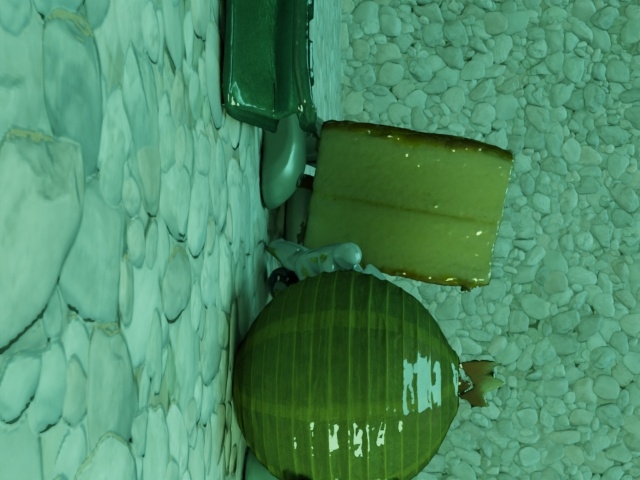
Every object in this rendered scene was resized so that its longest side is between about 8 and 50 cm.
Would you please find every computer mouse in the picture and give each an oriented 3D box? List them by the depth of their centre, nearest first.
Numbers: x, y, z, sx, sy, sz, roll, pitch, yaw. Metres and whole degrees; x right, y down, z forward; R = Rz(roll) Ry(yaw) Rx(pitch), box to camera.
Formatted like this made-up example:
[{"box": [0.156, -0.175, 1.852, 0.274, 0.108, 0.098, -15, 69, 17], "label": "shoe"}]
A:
[{"box": [-0.046, -0.128, 1.076, 0.089, 0.056, 0.181, 93, -2, -74], "label": "computer mouse"}]

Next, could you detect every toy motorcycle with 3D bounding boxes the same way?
[{"box": [0.016, 0.062, 1.033, 0.074, 0.229, 0.151, -26, 131, -38], "label": "toy motorcycle"}]

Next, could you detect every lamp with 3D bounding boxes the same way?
[{"box": [0.050, 0.149, 0.870, 0.250, 0.285, 0.250, -4, 90, -83], "label": "lamp"}]

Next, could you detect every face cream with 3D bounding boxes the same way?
[{"box": [-0.031, -0.017, 1.304, 0.072, 0.051, 0.182, 74, 16, -69], "label": "face cream"}, {"box": [-0.010, -0.165, 1.400, 0.250, 0.077, 0.077, -36, 126, -85], "label": "face cream"}]

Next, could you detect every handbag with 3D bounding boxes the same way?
[{"box": [-0.044, -0.278, 0.857, 0.238, 0.090, 0.326, -41, 130, -85], "label": "handbag"}]

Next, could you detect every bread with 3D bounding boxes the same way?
[{"box": [0.127, -0.061, 1.197, 0.279, 0.279, 0.206, -30, 128, -78], "label": "bread"}]

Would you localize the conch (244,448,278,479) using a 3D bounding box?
[{"box": [-0.036, 0.322, 0.993, 0.185, 0.121, 0.221, 58, -9, 31], "label": "conch"}]
